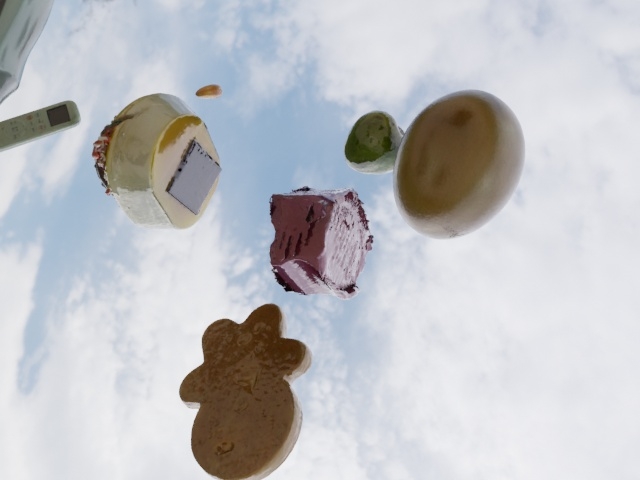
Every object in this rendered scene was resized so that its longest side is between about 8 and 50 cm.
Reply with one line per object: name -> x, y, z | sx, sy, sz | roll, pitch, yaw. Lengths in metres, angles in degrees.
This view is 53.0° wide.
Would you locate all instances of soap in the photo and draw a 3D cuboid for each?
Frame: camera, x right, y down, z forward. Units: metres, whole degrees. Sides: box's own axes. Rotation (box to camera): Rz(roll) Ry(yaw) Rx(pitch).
soap -> 0.000, 0.000, 1.059 | 0.112, 0.289, 0.182 | 6, -112, 19

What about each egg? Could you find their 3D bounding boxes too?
egg -> 0.311, -0.169, 1.466 | 0.282, 0.283, 0.351 | 40, -71, 47

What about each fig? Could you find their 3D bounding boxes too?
fig -> 0.153, -0.271, 1.819 | 0.191, 0.181, 0.181 | -35, -131, 25

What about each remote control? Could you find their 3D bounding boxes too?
remote control -> -0.817, -0.306, 1.775 | 0.310, 0.038, 0.090 | -20, -110, -8

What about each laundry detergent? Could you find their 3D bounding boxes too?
laundry detergent -> -0.656, -0.389, 1.222 | 0.264, 0.124, 0.397 | 3, -102, 5

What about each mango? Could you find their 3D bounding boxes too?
mango -> -0.367, -0.487, 2.110 | 0.060, 0.089, 0.046 | -156, -128, -72

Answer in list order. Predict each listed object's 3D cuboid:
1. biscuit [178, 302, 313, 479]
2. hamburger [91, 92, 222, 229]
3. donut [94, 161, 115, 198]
biscuit -> -0.138, 0.282, 1.206 | 0.275, 0.052, 0.355 | -22, -134, 10
hamburger -> -0.307, -0.147, 1.232 | 0.151, 0.295, 0.227 | 23, -116, 22
donut -> -0.526, -0.214, 1.818 | 0.089, 0.235, 0.235 | -10, -118, 54
